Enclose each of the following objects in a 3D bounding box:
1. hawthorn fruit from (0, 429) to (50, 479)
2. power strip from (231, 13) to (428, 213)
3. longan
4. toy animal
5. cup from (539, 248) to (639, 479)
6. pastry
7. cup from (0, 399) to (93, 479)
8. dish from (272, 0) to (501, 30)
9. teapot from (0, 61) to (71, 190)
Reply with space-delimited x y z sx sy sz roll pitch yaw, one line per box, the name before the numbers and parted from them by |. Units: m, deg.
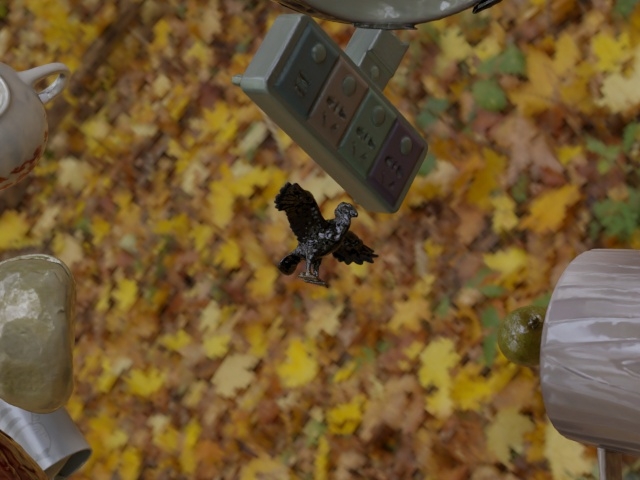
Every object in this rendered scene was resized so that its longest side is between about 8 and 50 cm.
hawthorn fruit | -0.314 0.280 0.863 0.402 0.403 0.403 -18 53 26
power strip | 0.027 -0.139 1.378 0.061 0.215 0.145 11 65 46
longan | 0.238 0.106 1.664 0.075 0.083 0.075 4 58 -6
toy animal | 0.000 0.000 1.700 0.062 0.220 0.108 22 83 37
cup | 0.381 0.147 1.439 0.273 0.288 0.208 7 28 36
pastry | -0.280 0.090 1.416 0.092 0.156 0.156 -3 56 -1
cup | -0.353 0.229 1.687 0.136 0.099 0.133 -31 75 -20
dish | 0.045 -0.220 0.895 0.316 0.316 0.106 -19 51 26
teapot | -0.350 -0.126 1.499 0.245 0.116 0.159 -27 59 -37
